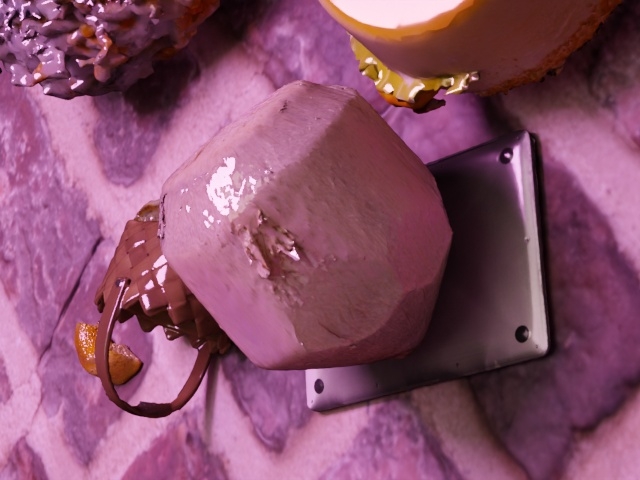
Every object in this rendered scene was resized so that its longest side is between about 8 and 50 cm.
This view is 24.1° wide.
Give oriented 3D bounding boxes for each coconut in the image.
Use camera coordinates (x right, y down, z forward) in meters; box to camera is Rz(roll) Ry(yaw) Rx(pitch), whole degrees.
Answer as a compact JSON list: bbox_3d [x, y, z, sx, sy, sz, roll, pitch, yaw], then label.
[{"bbox_3d":[0.000,0.000,1.169,0.224,0.224,0.234,-37,94,35],"label":"coconut"}]

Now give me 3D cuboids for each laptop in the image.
[{"bbox_3d":[0.077,0.031,1.244,0.269,0.015,0.187,-19,67,43],"label":"laptop"}]

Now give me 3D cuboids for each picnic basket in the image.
[{"bbox_3d":[-0.146,0.075,1.385,0.138,0.128,0.178,5,74,49],"label":"picnic basket"}]

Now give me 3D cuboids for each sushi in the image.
[{"bbox_3d":[-0.239,-0.332,1.509,0.417,0.176,0.417,-7,72,24],"label":"sushi"}]

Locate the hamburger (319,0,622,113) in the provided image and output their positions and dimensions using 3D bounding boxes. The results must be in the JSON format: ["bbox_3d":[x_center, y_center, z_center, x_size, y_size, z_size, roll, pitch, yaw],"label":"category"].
[{"bbox_3d":[0.120,-0.250,1.154,0.294,0.179,0.276,-30,62,35],"label":"hamburger"}]

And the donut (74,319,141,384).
[{"bbox_3d":[-0.222,0.109,1.527,0.067,0.038,0.083,-42,54,36],"label":"donut"}]

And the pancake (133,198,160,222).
[{"bbox_3d":[-0.167,0.008,1.509,0.108,0.017,0.108,-15,67,40],"label":"pancake"}]
